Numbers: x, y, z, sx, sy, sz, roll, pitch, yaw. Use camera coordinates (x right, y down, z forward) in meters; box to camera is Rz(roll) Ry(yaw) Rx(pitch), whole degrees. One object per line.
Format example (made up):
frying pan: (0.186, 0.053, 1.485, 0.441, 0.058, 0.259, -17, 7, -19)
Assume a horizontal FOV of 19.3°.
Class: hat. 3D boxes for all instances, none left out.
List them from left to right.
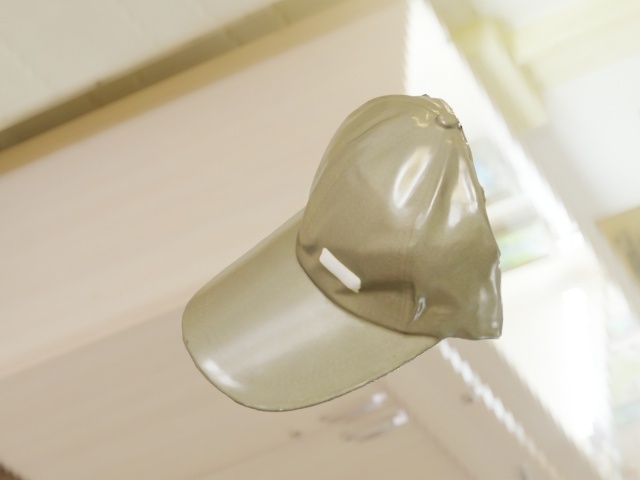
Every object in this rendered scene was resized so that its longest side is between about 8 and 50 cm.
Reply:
hat: (0.000, 0.000, 1.054, 0.144, 0.173, 0.166, 83, -15, -46)
